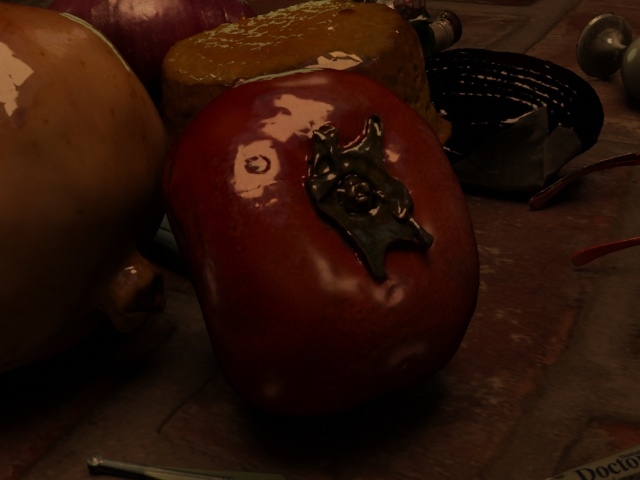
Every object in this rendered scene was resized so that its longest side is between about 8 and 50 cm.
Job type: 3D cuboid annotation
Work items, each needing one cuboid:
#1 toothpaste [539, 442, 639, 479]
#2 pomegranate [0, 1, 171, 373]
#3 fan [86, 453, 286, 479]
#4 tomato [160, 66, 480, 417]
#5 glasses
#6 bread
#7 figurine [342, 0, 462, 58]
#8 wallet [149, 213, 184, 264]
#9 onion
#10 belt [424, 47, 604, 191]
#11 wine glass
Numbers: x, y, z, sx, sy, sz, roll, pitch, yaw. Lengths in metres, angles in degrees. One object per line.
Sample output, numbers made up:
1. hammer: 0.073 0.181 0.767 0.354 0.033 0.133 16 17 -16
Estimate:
1. toothpaste: 0.264 0.203 0.864 0.255 0.037 0.067 -11 29 -21
2. pomegranate: -0.326 -0.043 1.039 0.411 0.412 0.411 -3 28 2
3. fan: -0.123 0.214 0.907 0.193 0.016 0.038 5 32 14
4. tomato: 0.000 0.000 0.972 0.293 0.290 0.325 -21 78 -23
5. glasses: 0.419 -0.063 1.252 0.268 0.118 0.234 -6 30 -5
6. bread: -0.022 -0.172 1.246 0.358 0.204 0.337 -13 35 -9
7. figurine: 0.102 -0.350 1.787 0.370 0.167 0.281 -18 -4 -43
8. wallet: -0.119 -0.020 1.281 0.250 0.075 0.176 23 42 38
9. onion: -0.239 -0.285 1.498 0.358 0.345 0.358 17 7 -2
10. belt: 0.236 -0.167 1.388 0.289 0.184 0.164 10 19 23
11. wine glass: 0.535 -0.293 1.656 0.126 0.127 0.241 -13 27 -17
